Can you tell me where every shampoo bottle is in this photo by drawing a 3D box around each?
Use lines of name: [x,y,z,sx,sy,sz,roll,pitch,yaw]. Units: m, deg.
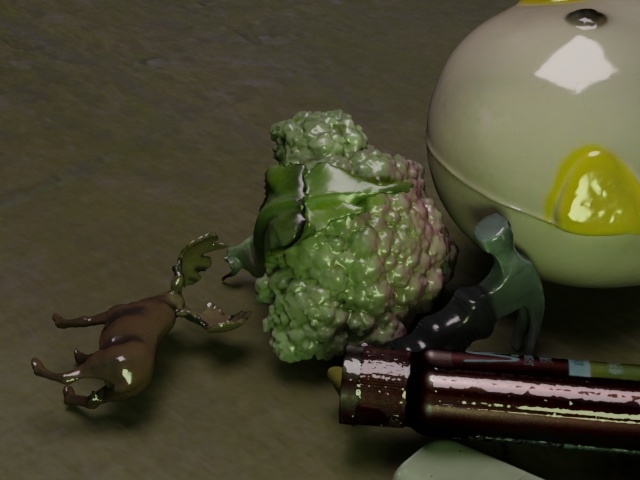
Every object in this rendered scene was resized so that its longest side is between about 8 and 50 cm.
shampoo bottle: [0.180,0.141,1.518,0.323,0.084,0.129,5,5,7]

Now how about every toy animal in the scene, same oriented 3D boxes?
toy animal: [-0.170,0.088,1.678,0.186,0.094,0.214,-18,27,15]

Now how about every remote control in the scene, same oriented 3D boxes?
remote control: [0.194,0.241,1.425,0.309,0.038,0.090,19,39,36]

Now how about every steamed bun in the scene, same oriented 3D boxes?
steamed bun: [0.289,-0.107,1.744,0.374,0.334,0.334,-15,31,-34]

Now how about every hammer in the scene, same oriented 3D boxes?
hammer: [0.115,0.093,1.626,0.226,0.159,0.041,-35,36,-11]

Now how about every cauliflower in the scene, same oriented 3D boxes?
cauliflower: [0.000,0.000,1.732,0.239,0.256,0.315,-30,8,-31]
